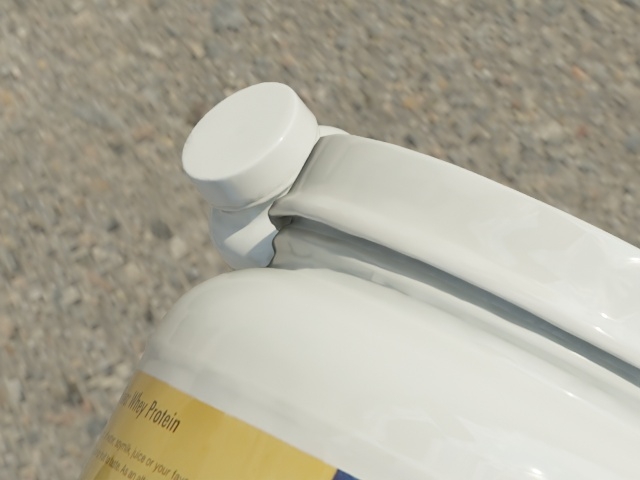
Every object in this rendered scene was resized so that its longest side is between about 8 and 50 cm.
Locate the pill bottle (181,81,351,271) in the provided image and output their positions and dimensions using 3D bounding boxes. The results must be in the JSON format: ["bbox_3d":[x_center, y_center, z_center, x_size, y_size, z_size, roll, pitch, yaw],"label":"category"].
[{"bbox_3d":[0.000,0.000,0.740,0.067,0.067,0.120,-37,125,0],"label":"pill bottle"}]

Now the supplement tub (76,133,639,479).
[{"bbox_3d":[0.012,0.148,0.620,0.228,0.228,0.316,30,83,-30],"label":"supplement tub"}]
